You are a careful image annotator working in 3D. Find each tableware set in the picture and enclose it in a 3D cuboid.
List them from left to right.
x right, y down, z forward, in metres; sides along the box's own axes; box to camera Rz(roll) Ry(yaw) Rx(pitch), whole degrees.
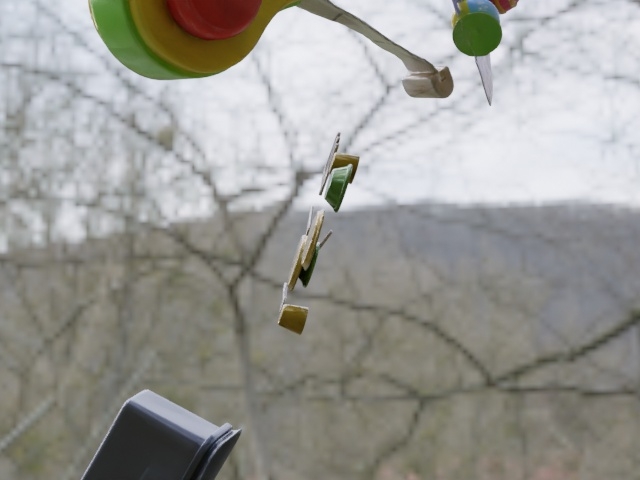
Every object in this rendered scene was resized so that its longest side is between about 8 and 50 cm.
[{"bbox_3d":[0.000,0.000,1.399,0.024,0.154,0.104,18,24,-5],"label":"tableware set"}]

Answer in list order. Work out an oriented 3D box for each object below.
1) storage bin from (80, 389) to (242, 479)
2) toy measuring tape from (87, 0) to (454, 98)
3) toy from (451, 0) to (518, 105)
[{"bbox_3d":[-0.144,0.195,1.527,0.091,0.135,0.098,31,13,8],"label":"storage bin"},{"bbox_3d":[-0.048,-0.136,1.238,0.330,0.121,0.121,29,-28,-35],"label":"toy measuring tape"},{"bbox_3d":[0.147,-0.238,1.640,0.056,0.237,0.137,-14,-58,16],"label":"toy"}]
